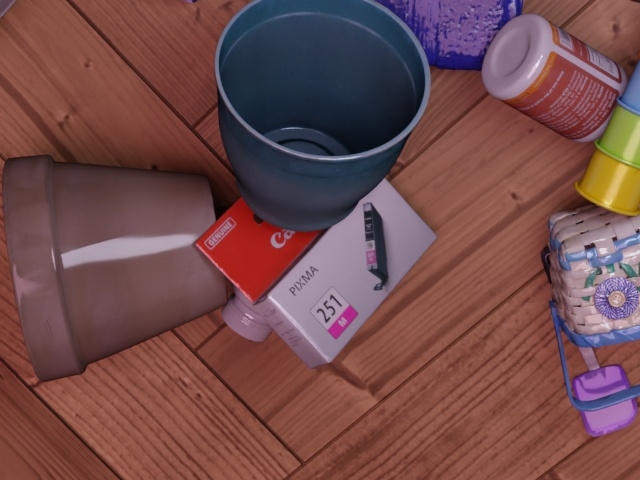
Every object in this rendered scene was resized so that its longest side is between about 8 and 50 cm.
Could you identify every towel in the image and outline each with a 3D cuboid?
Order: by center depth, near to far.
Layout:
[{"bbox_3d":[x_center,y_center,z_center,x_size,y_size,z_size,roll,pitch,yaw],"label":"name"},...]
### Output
[{"bbox_3d":[0.123,-0.350,1.824,0.308,0.076,0.227,4,105,6],"label":"towel"}]

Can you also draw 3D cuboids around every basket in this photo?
[{"bbox_3d":[0.432,0.086,1.837,0.255,0.201,0.289,-19,116,7],"label":"basket"}]

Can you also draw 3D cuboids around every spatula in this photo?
[{"bbox_3d":[0.383,0.143,1.957,0.084,0.030,0.296,-19,103,13],"label":"spatula"}]

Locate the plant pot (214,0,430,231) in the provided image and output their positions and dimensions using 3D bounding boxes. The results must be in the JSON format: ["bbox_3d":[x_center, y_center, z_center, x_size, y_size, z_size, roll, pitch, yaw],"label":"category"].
[{"bbox_3d":[-0.011,-0.149,1.769,0.272,0.271,0.255,18,149,3],"label":"plant pot"}]

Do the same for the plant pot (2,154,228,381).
[{"bbox_3d":[-0.282,0.021,1.902,0.280,0.323,0.323,-9,106,-5],"label":"plant pot"}]

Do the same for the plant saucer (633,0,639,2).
[{"bbox_3d":[0.446,-0.396,1.777,0.168,0.029,0.168,3,109,8],"label":"plant saucer"}]

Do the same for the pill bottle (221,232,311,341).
[{"bbox_3d":[-0.067,0.054,1.960,0.108,0.108,0.180,33,110,-2],"label":"pill bottle"}]

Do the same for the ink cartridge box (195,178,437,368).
[{"bbox_3d":[0.000,0.000,1.862,0.239,0.275,0.060,48,149,-8],"label":"ink cartridge box"}]

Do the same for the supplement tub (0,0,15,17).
[{"bbox_3d":[-0.551,-0.412,1.846,0.272,0.191,0.191,44,109,-6],"label":"supplement tub"}]

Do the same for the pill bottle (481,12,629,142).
[{"bbox_3d":[0.328,-0.203,1.775,0.216,0.121,0.121,25,113,-30],"label":"pill bottle"}]

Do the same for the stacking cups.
[{"bbox_3d":[0.427,-0.187,1.690,0.096,0.096,0.316,23,112,2],"label":"stacking cups"}]

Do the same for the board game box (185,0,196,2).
[{"bbox_3d":[-0.239,-0.421,1.869,0.170,0.048,0.141,15,108,5],"label":"board game box"}]
